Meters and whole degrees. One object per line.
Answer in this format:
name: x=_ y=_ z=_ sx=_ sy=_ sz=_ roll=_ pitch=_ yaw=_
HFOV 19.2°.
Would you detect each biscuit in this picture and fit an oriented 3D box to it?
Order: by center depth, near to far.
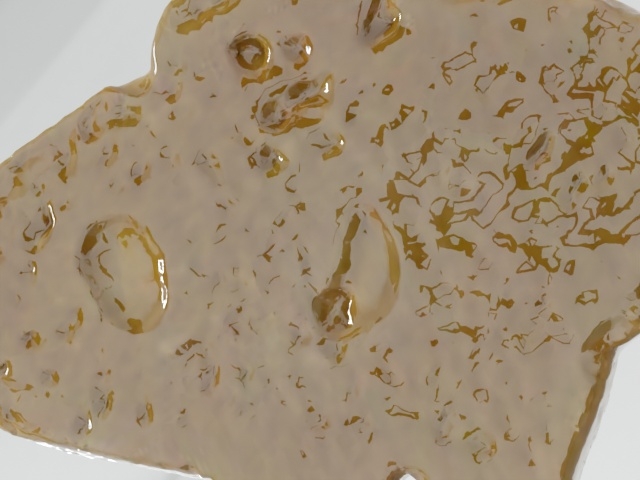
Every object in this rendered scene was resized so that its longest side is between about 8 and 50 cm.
biscuit: x=0.000 y=0.000 z=0.468 sx=0.250 sy=0.162 sz=0.035 roll=-10 pitch=-9 yaw=15
